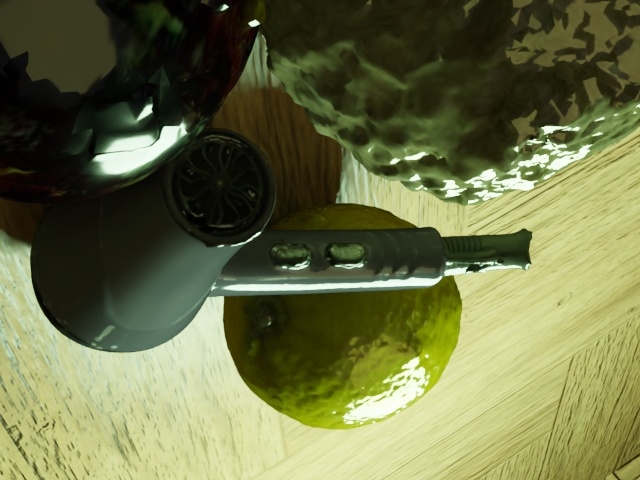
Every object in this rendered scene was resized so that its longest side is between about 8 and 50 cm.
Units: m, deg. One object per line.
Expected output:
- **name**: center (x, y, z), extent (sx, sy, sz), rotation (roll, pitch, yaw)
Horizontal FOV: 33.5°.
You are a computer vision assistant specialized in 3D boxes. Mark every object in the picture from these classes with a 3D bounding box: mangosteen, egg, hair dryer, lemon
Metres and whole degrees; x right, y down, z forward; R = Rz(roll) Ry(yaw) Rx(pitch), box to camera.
- **mangosteen**: center (-0.164, -0.120, 0.489), extent (0.289, 0.231, 0.231), rotation (-16, 161, 31)
- **egg**: center (0.111, -0.163, 0.637), extent (0.310, 0.279, 0.279), rotation (-27, 148, -2)
- **hair dryer**: center (0.000, 0.000, 0.713), extent (0.361, 0.121, 0.301), rotation (-2, 169, -26)
- **lemon**: center (0.019, 0.063, 0.903), extent (0.231, 0.192, 0.192), rotation (-4, 135, -56)
